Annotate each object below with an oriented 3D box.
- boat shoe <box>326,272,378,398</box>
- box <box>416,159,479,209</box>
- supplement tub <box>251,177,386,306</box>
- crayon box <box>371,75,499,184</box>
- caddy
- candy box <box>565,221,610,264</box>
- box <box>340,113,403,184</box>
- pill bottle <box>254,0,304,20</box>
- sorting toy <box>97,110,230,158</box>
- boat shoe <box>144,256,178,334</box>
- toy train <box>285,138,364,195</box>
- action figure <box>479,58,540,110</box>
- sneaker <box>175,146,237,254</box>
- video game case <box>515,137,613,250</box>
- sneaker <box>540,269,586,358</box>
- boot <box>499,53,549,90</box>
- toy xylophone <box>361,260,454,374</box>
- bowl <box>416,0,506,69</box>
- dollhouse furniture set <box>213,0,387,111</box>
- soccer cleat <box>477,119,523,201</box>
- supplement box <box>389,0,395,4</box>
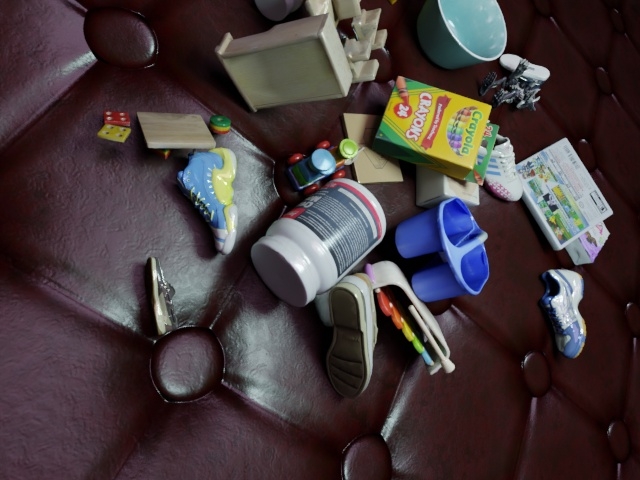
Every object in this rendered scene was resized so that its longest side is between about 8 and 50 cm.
[{"bbox_3d":[0.082,0.218,0.975,0.103,0.113,0.302,-32,131,-50],"label":"boat shoe"},{"bbox_3d":[0.376,-0.249,1.293,0.148,0.121,0.311,10,74,-28],"label":"box"},{"bbox_3d":[0.000,0.000,0.972,0.272,0.191,0.191,-40,100,-31],"label":"supplement tub"},{"bbox_3d":[0.324,-0.298,1.176,0.319,0.081,0.202,19,76,4],"label":"crayon box"},{"bbox_3d":[0.341,0.017,1.122,0.341,0.179,0.241,-23,92,-58],"label":"caddy"},{"bbox_3d":[0.993,-0.032,1.638,0.196,0.070,0.165,-39,99,-30],"label":"candy box"},{"bbox_3d":[0.147,-0.258,1.220,0.164,0.021,0.201,-8,82,-32],"label":"box"},{"bbox_3d":[-0.078,-0.674,1.124,0.119,0.119,0.208,40,63,-17],"label":"pill bottle"},{"bbox_3d":[-0.309,-0.213,0.892,0.275,0.046,0.132,-6,42,-30],"label":"sorting toy"},{"bbox_3d":[-0.311,0.106,0.850,0.049,0.056,0.152,-7,92,-37],"label":"boat shoe"},{"bbox_3d":[0.047,-0.211,1.064,0.248,0.143,0.105,-30,95,-25],"label":"toy train"},{"bbox_3d":[0.709,-0.544,1.550,0.276,0.141,0.164,-16,76,-31],"label":"action figure"},{"bbox_3d":[-0.243,-0.085,0.921,0.126,0.091,0.240,2,70,-18],"label":"sneaker"},{"bbox_3d":[0.859,-0.172,1.550,0.300,0.036,0.329,-28,86,-19],"label":"video game case"},{"bbox_3d":[0.800,0.242,1.459,0.131,0.112,0.296,10,71,-10],"label":"sneaker"},{"bbox_3d":[0.759,-0.634,1.647,0.190,0.086,0.069,27,72,8],"label":"boot"},{"bbox_3d":[0.217,0.191,1.049,0.081,0.236,0.322,-33,99,13],"label":"toy xylophone"},{"bbox_3d":[0.436,-0.689,1.405,0.312,0.163,0.311,7,76,-29],"label":"bowl"},{"bbox_3d":[-0.037,-0.516,1.024,0.362,0.257,0.394,56,42,-50],"label":"dollhouse furniture set"},{"bbox_3d":[0.576,-0.250,1.399,0.331,0.143,0.116,39,62,-18],"label":"soccer cleat"},{"bbox_3d":[0.204,-0.953,1.299,0.356,0.194,0.195,45,69,-14],"label":"supplement box"}]
